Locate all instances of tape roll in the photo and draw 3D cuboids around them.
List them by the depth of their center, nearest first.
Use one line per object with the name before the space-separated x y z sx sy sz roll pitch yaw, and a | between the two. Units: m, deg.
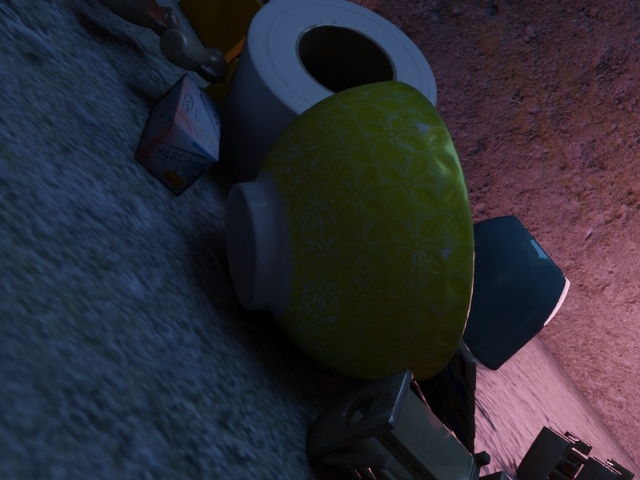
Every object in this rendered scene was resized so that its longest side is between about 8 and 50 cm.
tape roll | 0.003 -0.168 0.921 0.246 0.169 0.246 12 54 -16

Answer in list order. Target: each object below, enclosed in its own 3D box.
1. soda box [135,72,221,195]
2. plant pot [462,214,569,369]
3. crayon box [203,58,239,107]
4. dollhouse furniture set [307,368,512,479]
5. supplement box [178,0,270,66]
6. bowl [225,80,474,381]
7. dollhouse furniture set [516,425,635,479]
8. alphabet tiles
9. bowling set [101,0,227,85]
soda box | -0.149 -0.120 0.784 0.063 0.058 0.183 44 16 -24
plant pot | 0.375 0.088 1.526 0.293 0.235 0.293 46 15 -16
crayon box | -0.056 -0.157 1.128 0.202 0.081 0.318 55 15 16
dollhouse furniture set | 0.067 0.229 0.559 0.182 0.101 0.161 48 39 -14
supplement box | -0.139 -0.402 1.405 0.194 0.129 0.191 28 26 -57
bowl | 0.000 0.000 0.671 0.156 0.289 0.289 -6 43 -20
dollhouse furniture set | 0.415 0.417 1.093 0.242 0.161 0.212 33 2 33
alphabet tiles | 0.106 0.086 0.834 0.342 0.011 0.285 76 -10 -50
bowling set | -0.181 -0.339 0.884 0.287 0.200 0.154 43 9 12
